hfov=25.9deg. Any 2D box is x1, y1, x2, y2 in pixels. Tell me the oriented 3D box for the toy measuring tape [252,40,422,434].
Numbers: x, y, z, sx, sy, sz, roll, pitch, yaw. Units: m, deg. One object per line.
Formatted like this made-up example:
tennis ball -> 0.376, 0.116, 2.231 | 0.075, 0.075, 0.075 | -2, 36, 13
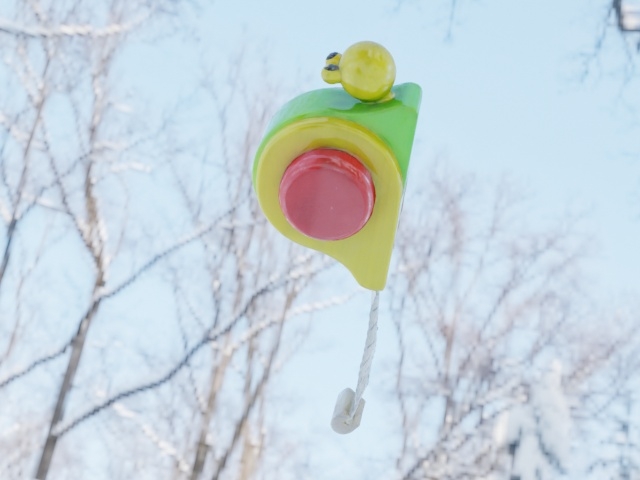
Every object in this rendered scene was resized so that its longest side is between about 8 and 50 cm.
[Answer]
toy measuring tape -> 0.000, 0.000, 1.048 | 0.121, 0.121, 0.330 | 10, -58, 2
